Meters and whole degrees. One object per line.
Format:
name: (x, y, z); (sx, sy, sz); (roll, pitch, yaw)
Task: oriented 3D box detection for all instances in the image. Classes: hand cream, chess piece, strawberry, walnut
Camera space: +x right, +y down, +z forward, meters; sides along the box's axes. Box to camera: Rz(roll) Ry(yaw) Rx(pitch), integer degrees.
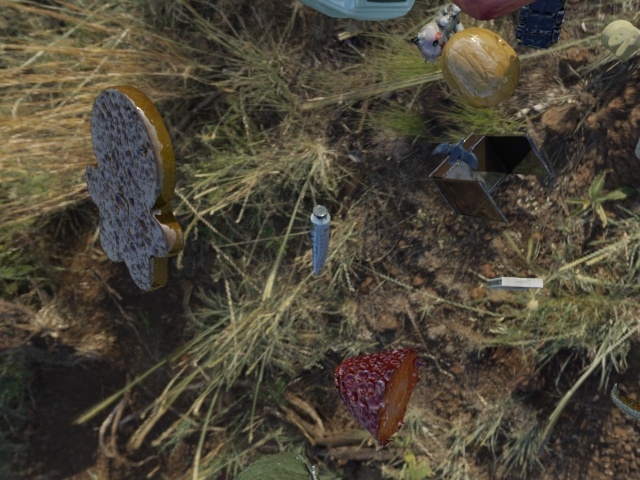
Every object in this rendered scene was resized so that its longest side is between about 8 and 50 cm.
hand cream: (0.000, 0.000, 1.603); (0.058, 0.091, 0.272); (19, 144, 16)
chess piece: (0.871, -0.572, 1.496); (0.089, 0.200, 0.090); (7, 121, 12)
strawberry: (0.121, 0.321, 1.192); (0.177, 0.233, 0.234); (17, 111, 30)
walnut: (0.423, -0.459, 1.398); (0.225, 0.193, 0.193); (42, 120, -10)

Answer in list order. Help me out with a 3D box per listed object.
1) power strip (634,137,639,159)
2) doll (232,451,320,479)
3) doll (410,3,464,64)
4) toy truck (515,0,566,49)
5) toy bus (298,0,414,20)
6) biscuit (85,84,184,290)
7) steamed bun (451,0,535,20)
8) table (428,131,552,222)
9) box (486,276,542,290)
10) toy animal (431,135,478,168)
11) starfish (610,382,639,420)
power strip: (0.870, -0.275, 1.324); (0.098, 0.338, 0.058); (-38, 68, 13)
doll: (-0.065, 0.453, 0.725); (0.247, 0.349, 0.248); (-2, 105, -9)
doll: (0.372, -0.657, 1.654); (0.095, 0.149, 0.192); (42, 94, 28)
toy truck: (0.537, -0.568, 1.232); (0.101, 0.125, 0.243); (20, 136, 24)
toy bus: (0.000, -0.363, 0.600); (0.271, 0.133, 0.165); (41, 134, 33)
biscuit: (-0.208, -0.055, 0.587); (0.179, 0.039, 0.237); (37, 132, 28)
steamed bun: (0.242, -0.422, 0.662); (0.309, 0.309, 0.310); (7, 107, 25)
table: (0.579, -0.225, 1.809); (0.250, 0.282, 0.196); (-43, 112, -9)
box: (0.549, 0.124, 1.489); (0.109, 0.198, 0.029); (2, 84, 7)
toy animal: (0.239, -0.157, 0.909); (0.084, 0.028, 0.050); (19, 89, 8)
starfish: (0.401, 0.150, 0.592); (0.074, 0.189, 0.146); (41, 111, 31)
